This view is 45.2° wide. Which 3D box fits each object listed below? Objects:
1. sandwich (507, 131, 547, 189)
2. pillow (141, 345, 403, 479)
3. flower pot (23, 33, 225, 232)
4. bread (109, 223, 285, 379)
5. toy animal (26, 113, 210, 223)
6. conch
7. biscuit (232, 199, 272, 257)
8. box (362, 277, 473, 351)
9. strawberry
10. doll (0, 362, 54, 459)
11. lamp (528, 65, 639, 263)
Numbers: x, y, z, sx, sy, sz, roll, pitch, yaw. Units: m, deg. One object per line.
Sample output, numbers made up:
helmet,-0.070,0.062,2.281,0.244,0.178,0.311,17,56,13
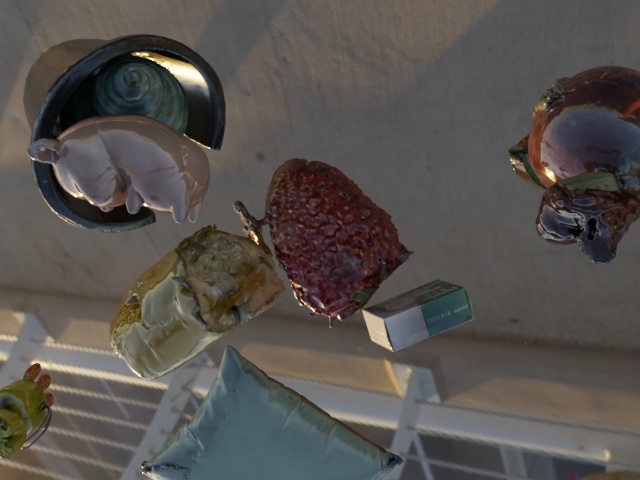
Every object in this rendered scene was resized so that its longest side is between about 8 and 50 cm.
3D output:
sandwich,0.453,-0.174,1.549,0.079,0.235,0.159,32,123,46
pillow,-0.086,0.346,1.189,0.310,0.119,0.312,36,118,-1
flower pot,-0.398,-0.237,1.415,0.251,0.379,0.379,39,149,36
bread,-0.332,0.150,1.862,0.394,0.361,0.250,-33,89,30
toy animal,-0.291,-0.116,1.171,0.250,0.154,0.166,9,180,7
conch,-0.343,-0.229,1.359,0.220,0.195,0.277,38,156,-12
biscuit,-0.170,-0.005,1.979,0.138,0.031,0.205,47,164,34
box,0.205,0.157,1.634,0.081,0.199,0.135,70,166,-9
strawberry,-0.001,0.001,1.673,0.343,0.292,0.292,39,140,-4
doll,-0.599,0.339,1.531,0.135,0.221,0.143,-3,102,15
lamp,0.287,-0.094,0.781,0.215,0.223,0.151,-16,116,-11
